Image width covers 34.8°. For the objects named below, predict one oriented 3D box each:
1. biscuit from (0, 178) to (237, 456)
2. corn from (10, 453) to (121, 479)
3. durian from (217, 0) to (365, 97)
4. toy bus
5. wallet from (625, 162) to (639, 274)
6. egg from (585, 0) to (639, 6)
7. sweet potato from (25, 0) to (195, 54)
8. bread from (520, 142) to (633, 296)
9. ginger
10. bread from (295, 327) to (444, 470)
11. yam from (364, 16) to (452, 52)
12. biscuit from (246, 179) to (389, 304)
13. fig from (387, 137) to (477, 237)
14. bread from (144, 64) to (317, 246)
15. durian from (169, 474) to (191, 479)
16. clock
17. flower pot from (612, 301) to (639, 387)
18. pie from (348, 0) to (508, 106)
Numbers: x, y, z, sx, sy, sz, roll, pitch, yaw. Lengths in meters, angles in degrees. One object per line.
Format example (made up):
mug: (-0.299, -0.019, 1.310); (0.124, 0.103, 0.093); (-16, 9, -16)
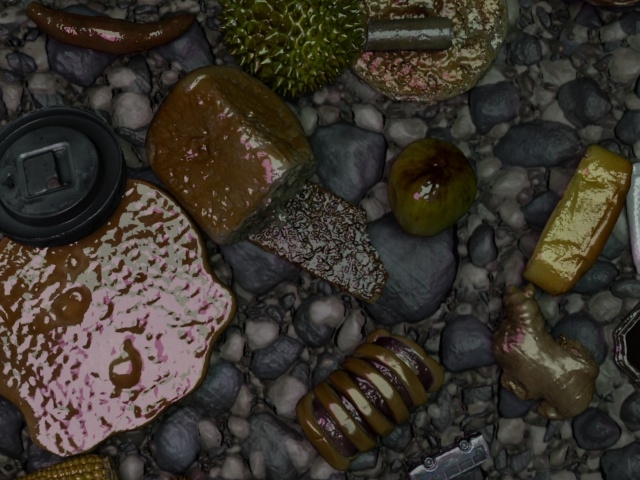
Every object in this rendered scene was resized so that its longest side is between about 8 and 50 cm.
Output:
biscuit: (-0.327, 0.103, 1.516); (0.385, 0.062, 0.365); (-37, 83, -7)
corn: (-0.431, 0.390, 1.472); (0.293, 0.106, 0.106); (-18, 87, -4)
durian: (-0.050, -0.329, 1.525); (0.200, 0.176, 0.237); (-31, 99, 32)
toy bus: (0.196, 0.339, 1.559); (0.131, 0.037, 0.052); (-25, 90, -6)
wallet: (0.549, -0.036, 1.625); (0.124, 0.032, 0.183); (-3, 84, -8)
egg: (0.464, -0.456, 1.574); (0.233, 0.195, 0.195); (10, 84, -17)
sweet potato: (-0.320, -0.320, 1.562); (0.255, 0.058, 0.078); (1, 65, -9)
bread: (0.399, -0.028, 1.579); (0.094, 0.102, 0.245); (28, 82, 5)
ginger: (0.329, 0.176, 1.566); (0.137, 0.074, 0.213); (-42, 96, 1)
bread: (0.072, 0.235, 1.535); (0.225, 0.081, 0.134); (-42, 88, -6)
yam: (0.132, -0.312, 1.551); (0.132, 0.054, 0.054); (-2, 85, 1)
biscuit: (0.009, -0.008, 1.578); (0.237, 0.026, 0.131); (27, 85, -1)
fig: (0.166, -0.080, 1.550); (0.136, 0.121, 0.153); (32, 84, 3)
bread: (-0.118, -0.120, 1.495); (0.246, 0.176, 0.195); (49, 121, 11)
durian: (-0.213, 0.416, 1.464); (0.137, 0.168, 0.158); (25, 68, -14)
clock: (-0.395, -0.094, 1.501); (0.226, 0.049, 0.226); (-3, 65, 7)
flower pot: (0.592, 0.188, 1.583); (0.251, 0.084, 0.179); (43, 83, 0)
pie: (0.160, -0.346, 1.606); (0.274, 0.055, 0.274); (0, 86, 0)
